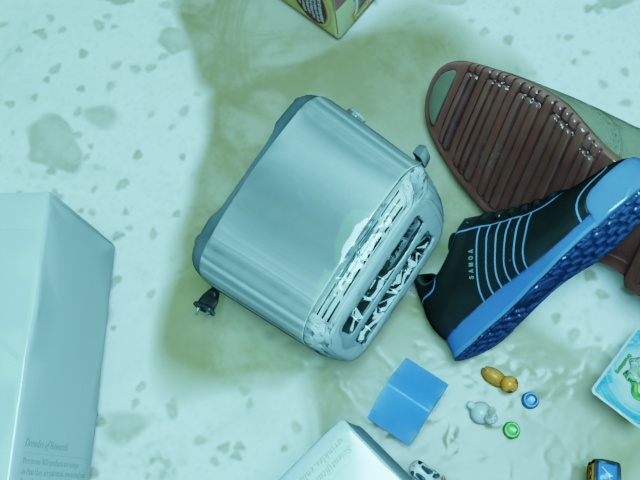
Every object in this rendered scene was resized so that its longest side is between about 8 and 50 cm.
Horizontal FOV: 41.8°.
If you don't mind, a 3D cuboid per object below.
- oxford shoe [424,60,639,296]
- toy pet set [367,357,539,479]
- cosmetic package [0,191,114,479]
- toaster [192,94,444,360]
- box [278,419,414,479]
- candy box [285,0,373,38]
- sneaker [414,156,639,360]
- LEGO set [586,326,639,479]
[{"bbox_3d":[0.245,-0.053,0.739,0.348,0.123,0.130,40,39,24],"label":"oxford shoe"},{"bbox_3d":[0.108,0.147,0.698,0.114,0.065,0.122,32,79,14],"label":"toy pet set"},{"bbox_3d":[-0.311,0.161,0.691,0.217,0.156,0.385,-2,74,7],"label":"cosmetic package"},{"bbox_3d":[0.000,0.000,0.708,0.146,0.129,0.227,32,83,26],"label":"toaster"},{"bbox_3d":[0.023,0.264,0.641,0.181,0.119,0.182,-44,74,-6],"label":"box"},{"bbox_3d":[-0.045,-0.373,0.858,0.316,0.087,0.183,39,81,14],"label":"candy box"},{"bbox_3d":[0.164,0.001,0.680,0.232,0.081,0.090,-47,60,31],"label":"sneaker"},{"bbox_3d":[0.326,0.142,0.697,0.182,0.060,0.244,38,69,15],"label":"LEGO set"}]
